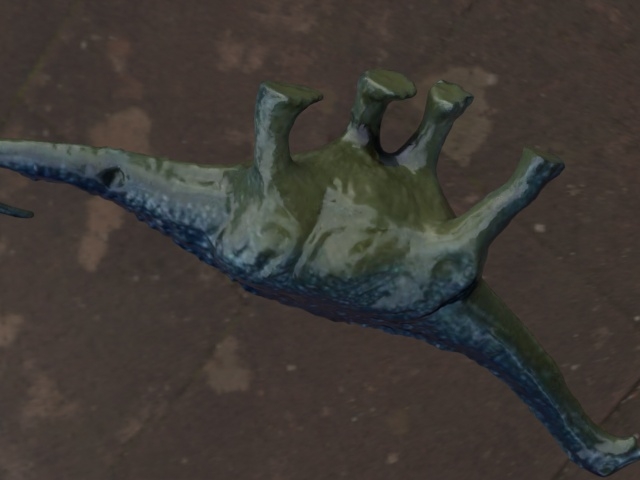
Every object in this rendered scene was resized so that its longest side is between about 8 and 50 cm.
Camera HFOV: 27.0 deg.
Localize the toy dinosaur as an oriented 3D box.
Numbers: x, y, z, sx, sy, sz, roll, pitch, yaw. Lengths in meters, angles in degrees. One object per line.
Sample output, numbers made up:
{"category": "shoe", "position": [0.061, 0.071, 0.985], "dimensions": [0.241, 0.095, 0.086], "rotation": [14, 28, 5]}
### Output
{"category": "toy dinosaur", "position": [0.008, -0.008, 0.607], "dimensions": [0.363, 0.076, 0.147], "rotation": [21, 113, -5]}
